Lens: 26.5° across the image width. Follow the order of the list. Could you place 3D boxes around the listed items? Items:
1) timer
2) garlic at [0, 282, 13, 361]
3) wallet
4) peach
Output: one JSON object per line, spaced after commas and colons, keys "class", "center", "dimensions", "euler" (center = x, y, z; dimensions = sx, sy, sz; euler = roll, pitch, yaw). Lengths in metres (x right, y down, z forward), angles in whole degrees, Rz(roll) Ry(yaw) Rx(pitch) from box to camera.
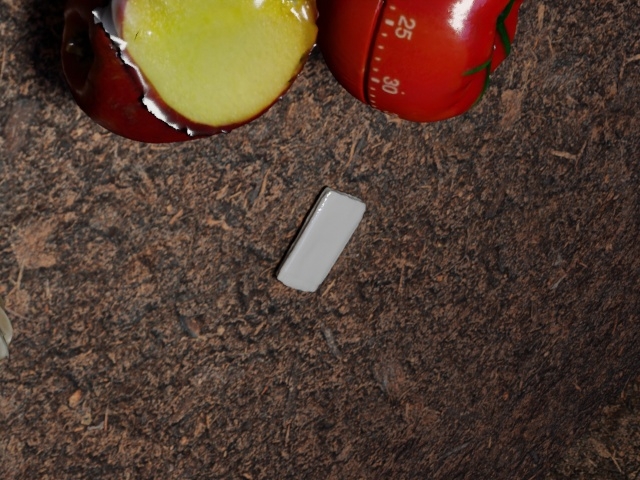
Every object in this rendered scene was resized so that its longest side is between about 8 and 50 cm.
{"class": "timer", "center": [0.150, -0.358, 1.907], "dimensions": [0.378, 0.279, 0.378], "euler": [23, 90, -79]}
{"class": "garlic", "center": [-0.470, 0.131, 1.777], "dimensions": [0.131, 0.127, 0.194], "euler": [7, 142, -6]}
{"class": "wallet", "center": [0.000, 0.000, 2.284], "dimensions": [0.124, 0.032, 0.183], "euler": [18, 106, -54]}
{"class": "peach", "center": [-0.178, -0.258, 1.713], "dimensions": [0.362, 0.201, 0.257], "euler": [-22, 108, -40]}
